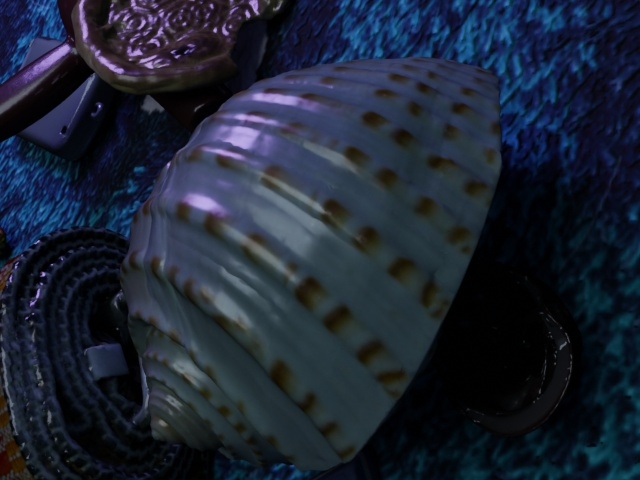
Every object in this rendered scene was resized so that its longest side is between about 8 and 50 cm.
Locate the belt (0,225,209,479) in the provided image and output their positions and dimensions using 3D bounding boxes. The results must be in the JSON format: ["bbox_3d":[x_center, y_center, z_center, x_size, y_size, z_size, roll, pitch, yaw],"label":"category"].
[{"bbox_3d":[-0.203,0.134,0.796,0.160,0.207,0.295,-31,55,33],"label":"belt"}]

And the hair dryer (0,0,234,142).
[{"bbox_3d":[-0.281,-0.146,1.005,0.340,0.123,0.312,-37,56,0],"label":"hair dryer"}]

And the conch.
[{"bbox_3d":[-0.016,-0.003,0.636,0.303,0.215,0.319,146,145,-71],"label":"conch"}]

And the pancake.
[{"bbox_3d":[-0.143,-0.237,0.936,0.212,0.029,0.235,16,61,13],"label":"pancake"}]

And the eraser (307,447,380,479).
[{"bbox_3d":[0.026,0.259,0.645,0.082,0.036,0.225,-37,50,26],"label":"eraser"}]

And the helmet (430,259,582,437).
[{"bbox_3d":[0.128,0.071,0.605,0.098,0.070,0.123,-51,52,23],"label":"helmet"}]

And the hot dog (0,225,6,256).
[{"bbox_3d":[-0.436,-0.007,1.204,0.122,0.037,0.049,27,104,52],"label":"hot dog"}]

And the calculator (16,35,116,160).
[{"bbox_3d":[-0.336,-0.184,1.174,0.246,0.045,0.141,23,89,46],"label":"calculator"}]
